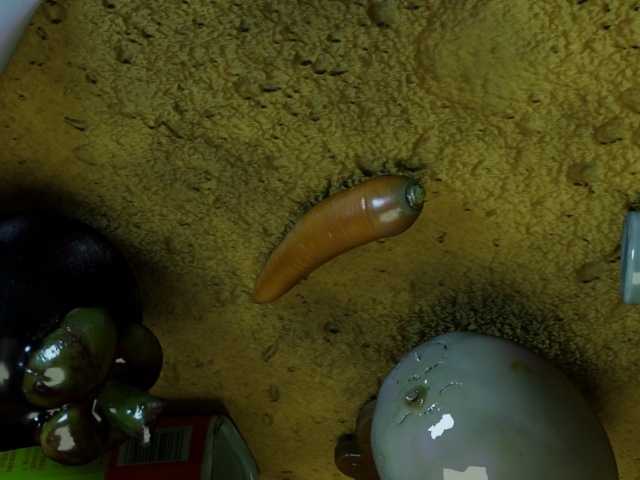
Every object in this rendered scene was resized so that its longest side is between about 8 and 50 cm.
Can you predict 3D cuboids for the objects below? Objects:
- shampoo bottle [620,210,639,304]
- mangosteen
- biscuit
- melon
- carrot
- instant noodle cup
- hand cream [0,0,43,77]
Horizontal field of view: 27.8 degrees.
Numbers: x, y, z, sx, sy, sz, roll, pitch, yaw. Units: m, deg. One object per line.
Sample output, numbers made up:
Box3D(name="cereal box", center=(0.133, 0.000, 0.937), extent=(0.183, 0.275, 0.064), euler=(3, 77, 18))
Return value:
Box3D(name="shampoo bottle", center=(0.403, 0.022, 1.150), extent=(0.262, 0.085, 0.085), euler=(3, 140, 8))
Box3D(name="mangosteen", center=(-0.277, 0.107, 1.296), extent=(0.287, 0.233, 0.288), euler=(6, 133, 6))
Box3D(name="biscuit", center=(0.107, 0.255, 1.528), extent=(0.179, 0.039, 0.236), euler=(11, 140, 2))
Box3D(name="melon", center=(0.181, 0.224, 1.331), extent=(0.223, 0.223, 0.317), euler=(-21, 132, 32))
Box3D(name="carrot", center=(0.000, 0.000, 1.239), extent=(0.271, 0.066, 0.062), euler=(-29, 83, 41))
Box3D(name="instant noodle cup", center=(-0.242, 0.340, 1.550), extent=(0.307, 0.294, 0.294), euler=(-9, 137, 13))
Box3D(name="hand cream", center=(-0.368, -0.125, 1.121), extent=(0.185, 0.118, 0.359), euler=(23, 121, -11))
